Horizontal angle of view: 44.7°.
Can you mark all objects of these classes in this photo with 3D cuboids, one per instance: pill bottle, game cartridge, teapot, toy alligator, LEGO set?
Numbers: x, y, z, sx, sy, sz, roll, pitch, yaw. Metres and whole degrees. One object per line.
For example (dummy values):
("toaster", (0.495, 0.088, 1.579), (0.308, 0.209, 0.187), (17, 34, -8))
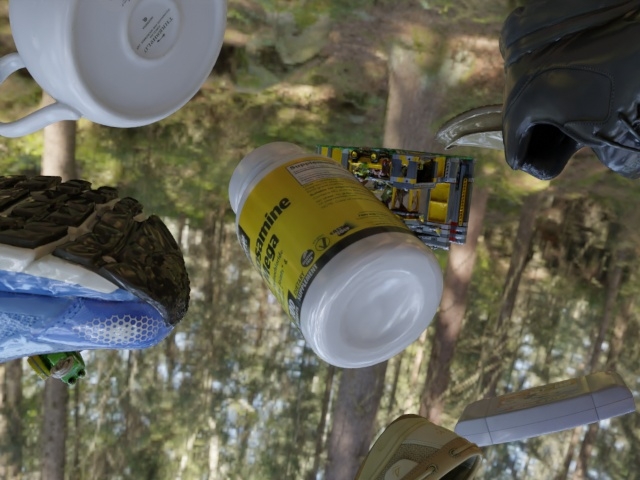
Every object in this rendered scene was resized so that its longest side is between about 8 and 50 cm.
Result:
("pill bottle", (0.000, 0.000, 1.039), (0.188, 0.187, 0.334), (-3, -148, -29))
("game cartridge", (0.384, 0.292, 1.350), (0.297, 0.062, 0.198), (-17, 170, 14))
("teapot", (-0.243, -0.252, 0.852), (0.187, 0.252, 0.256), (27, -146, 31))
("toy alligator", (-0.260, 0.125, 0.795), (0.056, 0.051, 0.190), (-39, -159, -15))
("LEGO set", (0.131, -0.064, 1.384), (0.255, 0.192, 0.331), (9, -171, 23))

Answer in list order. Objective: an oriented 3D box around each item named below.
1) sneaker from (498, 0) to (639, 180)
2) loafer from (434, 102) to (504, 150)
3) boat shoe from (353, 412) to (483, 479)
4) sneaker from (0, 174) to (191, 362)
("sneaker", (0.215, -0.106, 0.460), (0.109, 0.130, 0.286), (16, 165, -22))
("loafer", (0.187, -0.108, 0.762), (0.148, 0.050, 0.056), (-12, 175, 9))
("boat shoe", (0.029, 0.164, 0.405), (0.048, 0.056, 0.153), (16, -119, 47))
("sneaker", (-0.220, 0.051, 0.398), (0.330, 0.147, 0.130), (-6, -167, 13))
